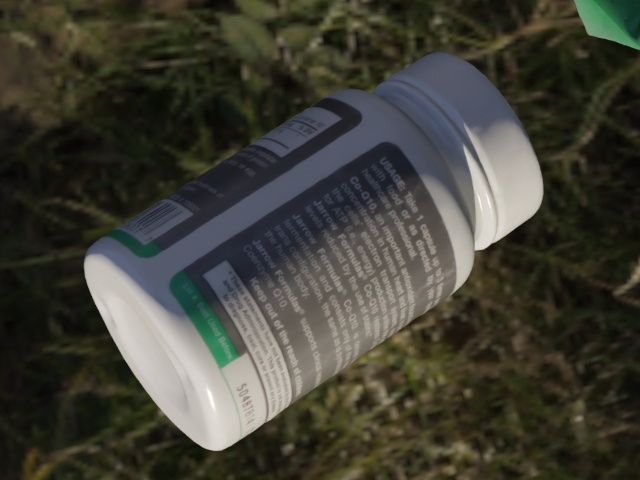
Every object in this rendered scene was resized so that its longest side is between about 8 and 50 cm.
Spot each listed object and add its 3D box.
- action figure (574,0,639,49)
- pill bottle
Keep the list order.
[{"bbox_3d":[0.157,-0.091,0.646,0.232,0.063,0.137,-109,17,-57],"label":"action figure"},{"bbox_3d":[0.000,0.000,1.500,0.204,0.361,0.204,49,160,24],"label":"pill bottle"}]
